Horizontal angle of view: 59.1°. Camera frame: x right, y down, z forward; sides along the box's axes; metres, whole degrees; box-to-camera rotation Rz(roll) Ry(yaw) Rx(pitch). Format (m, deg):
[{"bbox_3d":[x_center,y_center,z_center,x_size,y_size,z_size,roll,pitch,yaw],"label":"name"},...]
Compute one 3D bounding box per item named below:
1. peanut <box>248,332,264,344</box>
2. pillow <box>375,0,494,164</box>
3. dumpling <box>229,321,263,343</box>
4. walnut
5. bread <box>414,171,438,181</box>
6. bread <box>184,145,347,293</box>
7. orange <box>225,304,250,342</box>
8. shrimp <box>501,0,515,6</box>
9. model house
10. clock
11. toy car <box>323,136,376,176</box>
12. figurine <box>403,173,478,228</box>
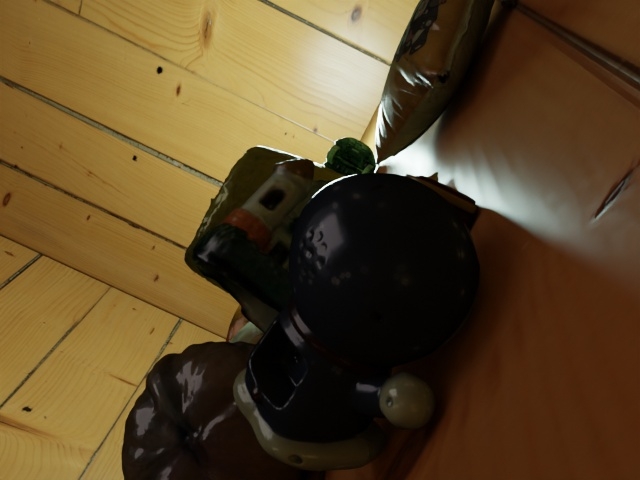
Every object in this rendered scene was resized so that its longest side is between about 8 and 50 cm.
[{"bbox_3d":[-0.113,0.295,0.975,0.305,0.147,0.147,-63,3,-19],"label":"peanut"},{"bbox_3d":[0.186,-0.307,0.924,0.312,0.119,0.310,123,168,-75],"label":"pillow"},{"bbox_3d":[-0.169,0.266,1.208,0.318,0.243,0.187,97,166,-65],"label":"dumpling"},{"bbox_3d":[-0.116,0.244,0.700,0.248,0.248,0.248,-64,4,8],"label":"walnut"},{"bbox_3d":[0.101,-0.052,0.725,0.084,0.080,0.109,125,168,-56],"label":"bread"},{"bbox_3d":[-0.077,-0.005,1.115,0.348,0.308,0.348,-63,4,8],"label":"bread"},{"bbox_3d":[-0.166,0.267,1.553,0.240,0.171,0.240,12,-90,-90],"label":"orange"},{"bbox_3d":[0.280,-0.371,0.815,0.059,0.023,0.108,-51,12,37],"label":"shrimp"},{"bbox_3d":[0.000,0.000,0.780,0.291,0.253,0.184,-53,6,-24],"label":"model house"},{"bbox_3d":[0.030,0.064,0.462,0.199,0.146,0.243,50,121,50],"label":"clock"},{"bbox_3d":[0.054,-0.139,1.593,0.306,0.136,0.125,-62,-17,14],"label":"toy car"},{"bbox_3d":[0.076,0.008,0.563,0.154,0.098,0.082,-61,8,6],"label":"figurine"}]
